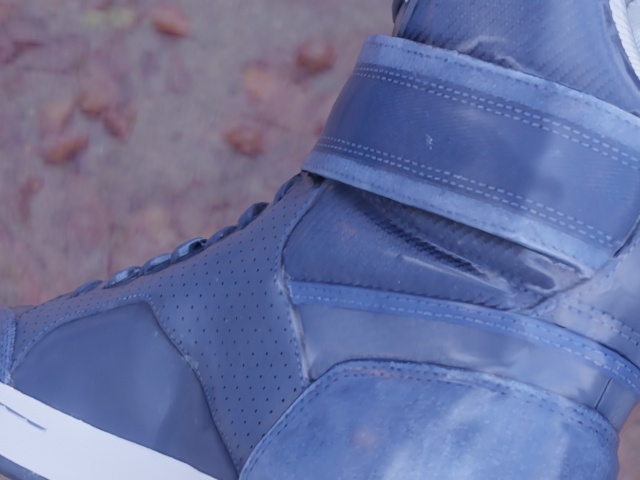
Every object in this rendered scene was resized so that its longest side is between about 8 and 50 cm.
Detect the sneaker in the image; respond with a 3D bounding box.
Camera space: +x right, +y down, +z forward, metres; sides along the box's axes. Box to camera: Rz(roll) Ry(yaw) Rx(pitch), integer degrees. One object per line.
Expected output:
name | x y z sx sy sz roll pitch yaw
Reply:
sneaker | 0.002 0.001 0.449 0.086 0.226 0.163 27 83 -36
